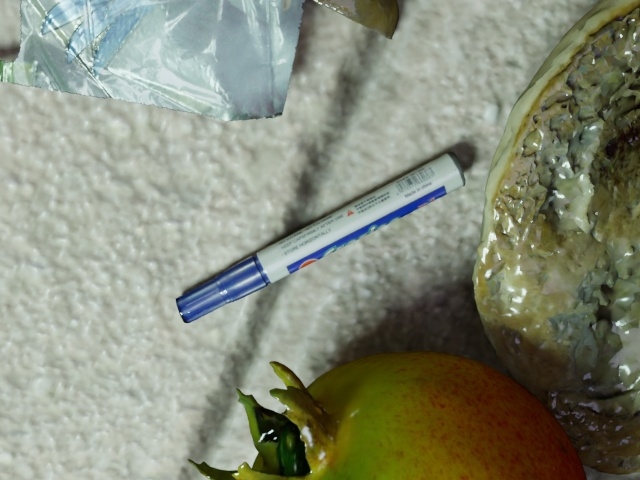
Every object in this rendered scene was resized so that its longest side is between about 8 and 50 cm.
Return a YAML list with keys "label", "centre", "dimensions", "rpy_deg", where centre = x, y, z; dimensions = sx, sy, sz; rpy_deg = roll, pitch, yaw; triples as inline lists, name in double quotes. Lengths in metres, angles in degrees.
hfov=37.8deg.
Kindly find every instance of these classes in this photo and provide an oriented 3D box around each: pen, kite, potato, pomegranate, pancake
- label: "pen"
  centre: [0.000, 0.000, 0.602]
  dimensions: [0.204, 0.025, 0.025]
  rpy_deg: [-28, 114, 0]
- label: "kite"
  centre: [-0.159, -0.132, 0.508]
  dimensions: [0.310, 0.015, 0.169]
  rpy_deg: [-8, 111, -3]
- label: "potato"
  centre: [0.012, -0.149, 0.541]
  dimensions: [0.093, 0.036, 0.037]
  rpy_deg: [23, 108, -18]
- label: "pomegranate"
  centre: [0.046, 0.164, 0.571]
  dimensions: [0.257, 0.221, 0.221]
  rpy_deg: [37, 99, -26]
- label: "pancake"
  centre: [0.276, -0.016, 0.624]
  dimensions: [0.387, 0.082, 0.386]
  rpy_deg: [-5, 109, -14]
